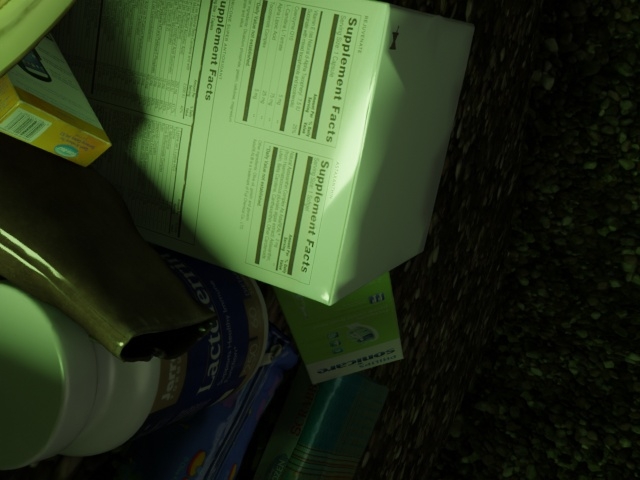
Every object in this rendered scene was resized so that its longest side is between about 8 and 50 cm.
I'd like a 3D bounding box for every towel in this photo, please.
[{"bbox_3d":[-0.009,0.369,1.223,0.370,0.040,0.271,-66,155,-12],"label":"towel"}]

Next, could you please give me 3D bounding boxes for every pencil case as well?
[{"bbox_3d":[-0.129,0.209,0.853,0.119,0.133,0.306,39,63,-22],"label":"pencil case"}]

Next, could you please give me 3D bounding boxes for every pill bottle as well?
[{"bbox_3d":[-0.164,0.083,0.645,0.265,0.153,0.153,-8,113,-67],"label":"pill bottle"}]

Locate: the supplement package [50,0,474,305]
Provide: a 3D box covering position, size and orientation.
[{"bbox_3d":[-0.050,-0.100,0.630,0.199,0.263,0.198,-22,126,-63],"label":"supplement package"}]

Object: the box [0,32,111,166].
[{"bbox_3d":[-0.189,-0.112,0.499,0.028,0.136,0.081,-40,156,11],"label":"box"}]

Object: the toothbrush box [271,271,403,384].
[{"bbox_3d":[0.000,0.000,0.897,0.283,0.122,0.206,76,-1,-54],"label":"toothbrush box"}]

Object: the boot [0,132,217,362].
[{"bbox_3d":[-0.174,-0.015,0.459,0.090,0.207,0.248,-51,163,7],"label":"boot"}]

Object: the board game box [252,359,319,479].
[{"bbox_3d":[-0.013,0.372,1.350,0.318,0.066,0.318,-68,158,-12],"label":"board game box"}]

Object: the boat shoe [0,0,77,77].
[{"bbox_3d":[-0.220,-0.077,0.275,0.341,0.121,0.110,-35,139,-7],"label":"boat shoe"}]
